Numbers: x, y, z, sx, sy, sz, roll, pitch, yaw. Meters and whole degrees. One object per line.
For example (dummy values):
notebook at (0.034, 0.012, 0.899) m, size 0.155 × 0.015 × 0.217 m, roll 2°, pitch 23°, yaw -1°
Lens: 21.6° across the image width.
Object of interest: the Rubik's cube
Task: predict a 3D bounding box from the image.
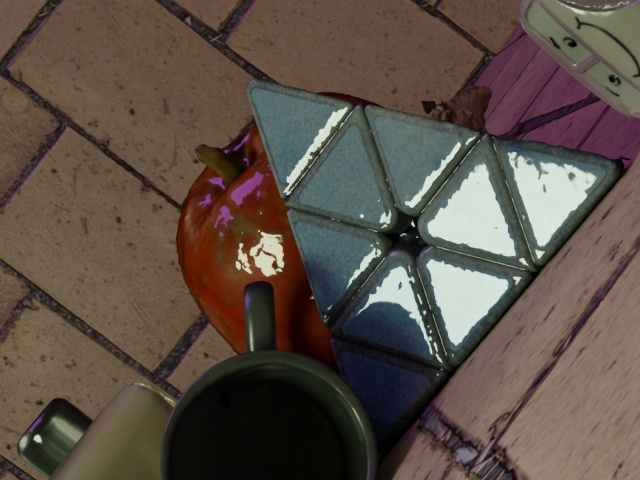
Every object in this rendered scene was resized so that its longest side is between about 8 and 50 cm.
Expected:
Rubik's cube at (0.099, -0.013, 1.313) m, size 0.233 × 0.228 × 0.228 m, roll -18°, pitch 44°, yaw -5°

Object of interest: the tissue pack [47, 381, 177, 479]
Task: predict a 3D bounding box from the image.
tissue pack at (-0.238, 0.375, 1.526) m, size 0.331 × 0.205 × 0.405 m, roll -57°, pitch -2°, yaw 42°

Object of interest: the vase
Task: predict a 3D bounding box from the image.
vase at (-0.038, 0.162, 1.330) m, size 0.301 × 0.156 × 0.251 m, roll 92°, pitch 173°, yaw -82°

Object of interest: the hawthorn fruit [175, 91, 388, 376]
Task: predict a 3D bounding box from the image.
hawthorn fruit at (0.000, 0.000, 1.505) m, size 0.275 × 0.300 × 0.275 m, roll -40°, pitch 28°, yaw 26°

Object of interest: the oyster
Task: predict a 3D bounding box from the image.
oyster at (0.127, -0.048, 1.981) m, size 0.354 × 0.107 × 0.201 m, roll -61°, pitch -10°, yaw -20°

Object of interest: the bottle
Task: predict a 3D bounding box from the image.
bottle at (-0.197, 0.262, 1.761) m, size 0.096 × 0.254 × 0.079 m, roll -50°, pitch 2°, yaw 29°

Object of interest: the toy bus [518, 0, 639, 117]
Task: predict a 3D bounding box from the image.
toy bus at (0.230, -0.183, 1.138) m, size 0.142 × 0.142 × 0.202 m, roll -44°, pitch 7°, yaw 44°
